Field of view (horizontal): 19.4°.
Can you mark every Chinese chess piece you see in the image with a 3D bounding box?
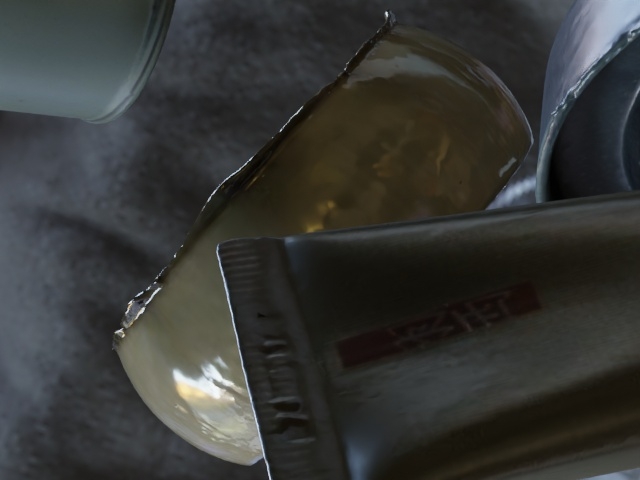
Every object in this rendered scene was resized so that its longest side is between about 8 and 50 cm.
[{"bbox_3d":[0.000,0.000,1.310,0.338,0.140,0.338,-48,-1,-1],"label":"Chinese chess piece"}]

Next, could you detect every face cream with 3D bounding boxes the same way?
[{"bbox_3d":[0.145,0.020,0.590,0.137,0.341,0.084,-107,12,-51],"label":"face cream"}]

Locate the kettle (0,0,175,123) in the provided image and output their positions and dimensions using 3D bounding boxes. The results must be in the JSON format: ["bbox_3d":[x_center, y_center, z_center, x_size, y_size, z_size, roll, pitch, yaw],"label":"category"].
[{"bbox_3d":[-0.268,-0.164,1.066,0.265,0.318,0.205,-57,40,41],"label":"kettle"}]

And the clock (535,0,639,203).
[{"bbox_3d":[0.306,-0.062,1.021,0.386,0.386,0.076,-38,39,43],"label":"clock"}]
